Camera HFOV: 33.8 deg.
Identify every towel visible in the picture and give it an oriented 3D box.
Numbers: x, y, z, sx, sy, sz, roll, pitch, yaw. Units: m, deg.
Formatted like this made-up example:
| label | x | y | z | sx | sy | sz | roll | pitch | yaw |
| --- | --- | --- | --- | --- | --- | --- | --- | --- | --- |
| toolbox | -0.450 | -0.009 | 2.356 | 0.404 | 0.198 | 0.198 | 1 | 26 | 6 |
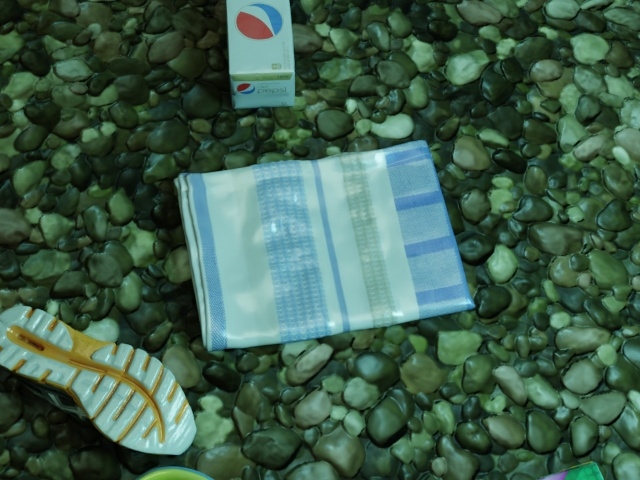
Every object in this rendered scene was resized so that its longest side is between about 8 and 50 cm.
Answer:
| label | x | y | z | sx | sy | sz | roll | pitch | yaw |
| --- | --- | --- | --- | --- | --- | --- | --- | --- | --- |
| towel | 0.000 | 0.000 | 1.098 | 0.285 | 0.034 | 0.209 | -8 | 64 | -7 |

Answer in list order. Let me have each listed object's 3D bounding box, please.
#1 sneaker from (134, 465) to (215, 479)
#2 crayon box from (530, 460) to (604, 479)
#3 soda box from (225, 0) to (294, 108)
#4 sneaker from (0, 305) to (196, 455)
| label | x | y | z | sx | sy | sz | roll | pitch | yaw |
| --- | --- | --- | --- | --- | --- | --- | --- | --- | --- |
| sneaker | -0.080 | 0.322 | 0.829 | 0.127 | 0.208 | 0.319 | -29 | 68 | -17 |
| crayon box | 0.121 | 0.266 | 0.826 | 0.165 | 0.278 | 0.081 | -15 | 65 | -10 |
| soda box | -0.071 | -0.258 | 1.208 | 0.074 | 0.069 | 0.216 | -3 | 63 | -3 |
| sneaker | -0.211 | 0.135 | 0.995 | 0.215 | 0.083 | 0.084 | 31 | 65 | 8 |
